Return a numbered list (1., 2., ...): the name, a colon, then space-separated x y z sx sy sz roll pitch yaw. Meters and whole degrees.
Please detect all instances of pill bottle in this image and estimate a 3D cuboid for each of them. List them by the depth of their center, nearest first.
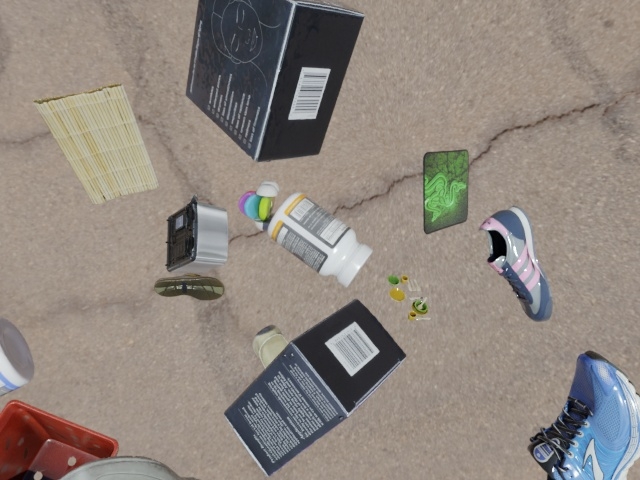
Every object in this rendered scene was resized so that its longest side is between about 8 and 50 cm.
1. pill bottle: -0.372 0.139 0.460 0.137 0.078 0.078 -26 96 -16
2. pill bottle: 0.000 0.000 1.325 0.278 0.162 0.162 36 104 7

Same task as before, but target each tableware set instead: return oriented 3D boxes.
1. tableware set: 0.247 0.158 1.308 0.103 0.154 0.024 1 136 -13

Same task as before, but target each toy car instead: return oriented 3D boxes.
1. toy car: -0.215 -0.126 1.619 0.136 0.182 0.159 6 107 -2

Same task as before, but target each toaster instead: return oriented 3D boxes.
1. toaster: -0.334 -0.009 1.256 0.185 0.110 0.168 -21 67 45

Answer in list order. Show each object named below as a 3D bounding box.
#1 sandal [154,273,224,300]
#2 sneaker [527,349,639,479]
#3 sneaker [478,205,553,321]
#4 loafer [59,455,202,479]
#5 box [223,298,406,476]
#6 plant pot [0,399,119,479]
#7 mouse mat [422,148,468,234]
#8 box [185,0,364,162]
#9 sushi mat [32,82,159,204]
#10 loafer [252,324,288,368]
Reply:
1. sandal: -0.423 0.145 1.510 0.219 0.060 0.090 1 119 -14
2. sneaker: 0.453 0.355 0.808 0.147 0.130 0.331 1 98 -4
3. sneaker: 0.506 0.078 1.231 0.130 0.112 0.320 -19 91 -15
4. loafer: -0.259 0.420 0.718 0.112 0.112 0.319 -35 134 7
5. box: -0.010 0.199 0.633 0.108 0.153 0.207 49 128 14
6. plant pot: -0.635 0.560 1.073 0.266 0.236 0.268 23 60 -1
7. mouse mat: 0.250 -0.100 0.912 0.007 0.189 0.153 7 105 42
8. box: -0.178 -0.586 1.508 0.471 0.297 0.480 43 130 29
9. sushi mat: -0.432 -0.180 0.939 0.151 0.317 0.019 -21 65 -16
10. loafer: -0.120 0.352 1.367 0.101 0.092 0.269 -36 135 -22
